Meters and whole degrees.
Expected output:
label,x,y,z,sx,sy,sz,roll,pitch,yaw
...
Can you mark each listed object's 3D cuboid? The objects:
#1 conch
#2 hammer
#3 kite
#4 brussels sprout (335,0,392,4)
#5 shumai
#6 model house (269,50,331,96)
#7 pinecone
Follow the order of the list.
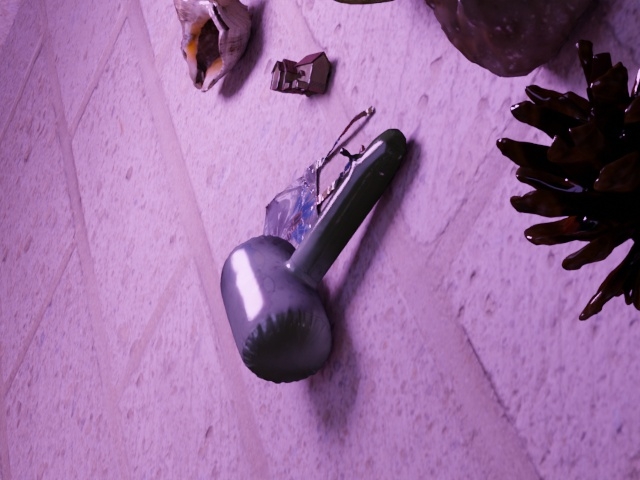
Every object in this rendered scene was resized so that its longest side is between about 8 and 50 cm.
label,x,y,z,sx,sy,sz,roll,pitch,yaw
conch,-0.173,-0.320,2.400,0.155,0.130,0.207,-95,20,-64
hammer,0.000,0.000,1.883,0.335,0.119,0.206,-56,31,20
kite,-0.011,-0.061,2.037,0.310,0.015,0.169,-52,31,40
brussels sprout,0.047,-0.446,1.875,0.328,0.247,0.328,28,130,40
shumai,0.137,-0.352,1.587,0.217,0.283,0.346,-31,46,58
model house,-0.027,-0.230,2.127,0.083,0.057,0.058,-177,98,-67
pinecone,0.246,-0.061,1.290,0.202,0.201,0.229,-29,23,39
